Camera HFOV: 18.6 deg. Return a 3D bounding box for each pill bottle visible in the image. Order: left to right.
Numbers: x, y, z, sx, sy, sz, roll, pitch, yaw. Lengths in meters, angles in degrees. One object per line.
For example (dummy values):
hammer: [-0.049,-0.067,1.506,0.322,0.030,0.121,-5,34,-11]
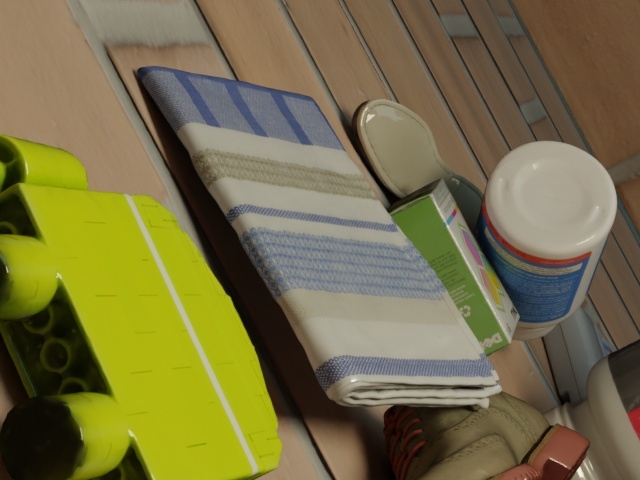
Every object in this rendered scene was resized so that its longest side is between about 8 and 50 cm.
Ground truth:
pill bottle: [0.206,0.010,1.884,0.221,0.124,0.124,97,-25,-61]
pill bottle: [0.365,0.162,1.873,0.176,0.318,0.176,55,15,-23]

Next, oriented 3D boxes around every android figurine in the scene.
android figurine: [-0.101,0.057,0.998,0.248,0.056,0.273,64,15,8]

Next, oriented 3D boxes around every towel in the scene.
towel: [0.000,0.000,1.361,0.209,0.034,0.285,6,45,-56]

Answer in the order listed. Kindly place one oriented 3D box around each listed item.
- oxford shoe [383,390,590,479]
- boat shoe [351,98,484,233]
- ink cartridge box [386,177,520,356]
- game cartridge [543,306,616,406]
oxford shoe: [0.084,0.172,1.380,0.130,0.123,0.348,36,12,14]
boat shoe: [0.082,-0.068,1.893,0.065,0.075,0.206,14,-21,46]
ink cartridge box: [0.130,0.053,1.782,0.209,0.062,0.109,61,13,-4]
game cartridge: [0.348,0.211,2.264,0.297,0.062,0.198,52,22,-34]
